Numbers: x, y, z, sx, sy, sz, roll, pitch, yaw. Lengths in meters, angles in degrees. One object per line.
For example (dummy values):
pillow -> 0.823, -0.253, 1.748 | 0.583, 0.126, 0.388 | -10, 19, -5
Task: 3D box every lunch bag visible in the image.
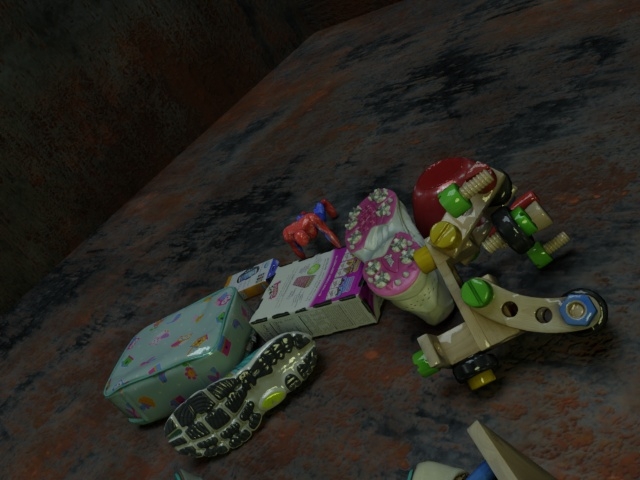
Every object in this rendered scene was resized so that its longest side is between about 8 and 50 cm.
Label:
lunch bag -> -0.243, 0.207, 1.336 | 0.279, 0.107, 0.224 | -24, 24, 21

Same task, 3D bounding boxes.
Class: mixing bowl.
mixing bowl -> 0.230, -0.081, 1.267 | 0.182, 0.098, 0.181 | -28, 26, 15

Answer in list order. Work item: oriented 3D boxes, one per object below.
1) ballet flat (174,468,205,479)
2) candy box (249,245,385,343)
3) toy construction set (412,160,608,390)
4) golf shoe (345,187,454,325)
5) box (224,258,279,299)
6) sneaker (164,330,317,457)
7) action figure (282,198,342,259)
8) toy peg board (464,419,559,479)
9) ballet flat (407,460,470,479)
ballet flat -> -0.146, 0.375, 0.979 | 0.068, 0.072, 0.213 | -12, 20, -17
candy box -> 0.006, 0.091, 1.271 | 0.234, 0.071, 0.159 | -17, 30, 33
toy construction set -> 0.205, 0.051, 0.960 | 0.237, 0.257, 0.309 | -40, 1, 20
golf shoe -> 0.124, 0.025, 1.157 | 0.115, 0.140, 0.306 | -40, 27, 16
box -> -0.142, 0.086, 1.524 | 0.136, 0.028, 0.081 | -21, 28, 23
sneaker -> -0.121, 0.244, 1.160 | 0.275, 0.107, 0.110 | -34, 5, -10
action figure -> 0.000, 0.000, 1.446 | 0.092, 0.139, 0.280 | -33, 2, 12
toy peg board -> 0.191, 0.266, 0.633 | 0.079, 0.161, 0.160 | -48, 23, 8
ballet flat -> 0.104, 0.327, 0.723 | 0.086, 0.086, 0.248 | -18, 29, 34
